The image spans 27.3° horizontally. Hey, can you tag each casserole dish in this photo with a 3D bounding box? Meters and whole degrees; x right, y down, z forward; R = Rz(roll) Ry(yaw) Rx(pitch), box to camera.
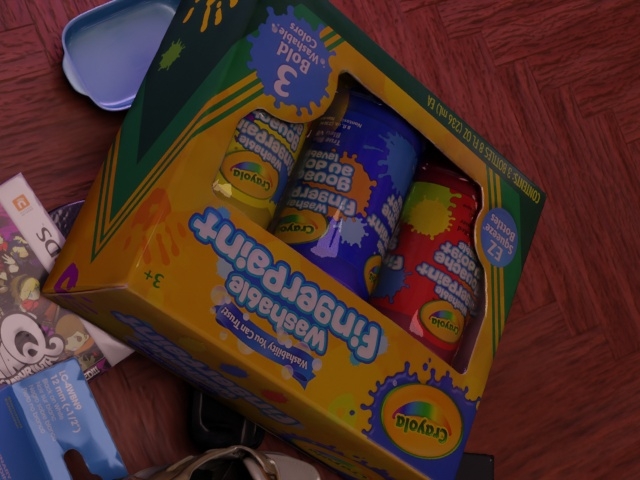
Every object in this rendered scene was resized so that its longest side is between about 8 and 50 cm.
[{"bbox_3d":[-0.200,-0.208,1.436,0.188,0.037,0.114,-30,92,-29],"label":"casserole dish"}]

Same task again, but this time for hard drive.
[{"bbox_3d":[0.153,0.307,1.492,0.094,0.022,0.135,10,74,-23],"label":"hard drive"}]

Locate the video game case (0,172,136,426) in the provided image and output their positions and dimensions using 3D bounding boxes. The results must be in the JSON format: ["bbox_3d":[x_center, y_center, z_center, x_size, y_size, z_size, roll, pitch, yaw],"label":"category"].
[{"bbox_3d":[-0.328,0.083,1.266,0.232,0.042,0.210,-34,98,-13],"label":"video game case"}]

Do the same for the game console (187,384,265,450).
[{"bbox_3d":[-0.101,0.041,1.393,0.213,0.044,0.361,11,78,-39],"label":"game console"}]

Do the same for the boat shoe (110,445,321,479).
[{"bbox_3d":[-0.084,0.259,1.288,0.302,0.103,0.113,0,71,-53],"label":"boat shoe"}]

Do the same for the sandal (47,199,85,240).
[{"bbox_3d":[-0.198,-0.003,1.387,0.254,0.054,0.097,-14,92,-37],"label":"sandal"}]

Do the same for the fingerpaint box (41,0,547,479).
[{"bbox_3d":[0.000,0.000,1.346,0.445,0.163,0.371,37,63,-32],"label":"fingerpaint box"}]

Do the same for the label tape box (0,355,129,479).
[{"bbox_3d":[-0.326,0.285,1.177,0.348,0.115,0.249,-24,93,-15],"label":"label tape box"}]
